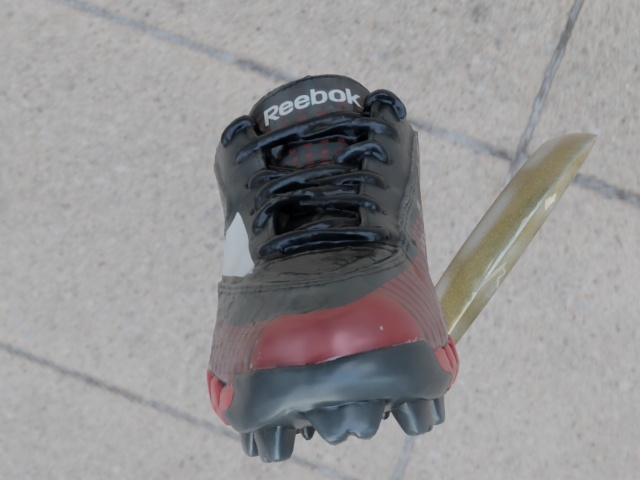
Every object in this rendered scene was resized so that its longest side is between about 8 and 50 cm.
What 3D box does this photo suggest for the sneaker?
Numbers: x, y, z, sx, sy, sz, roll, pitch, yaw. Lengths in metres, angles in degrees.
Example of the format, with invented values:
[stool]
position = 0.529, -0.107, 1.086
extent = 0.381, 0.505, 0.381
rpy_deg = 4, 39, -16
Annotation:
[sneaker]
position = 0.000, 0.000, 0.513
extent = 0.097, 0.276, 0.135
rpy_deg = -8, 100, 3

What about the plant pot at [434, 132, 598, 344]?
[plant pot]
position = 0.136, 0.008, 0.954
extent = 0.032, 0.236, 0.236
rpy_deg = 35, 119, 10
